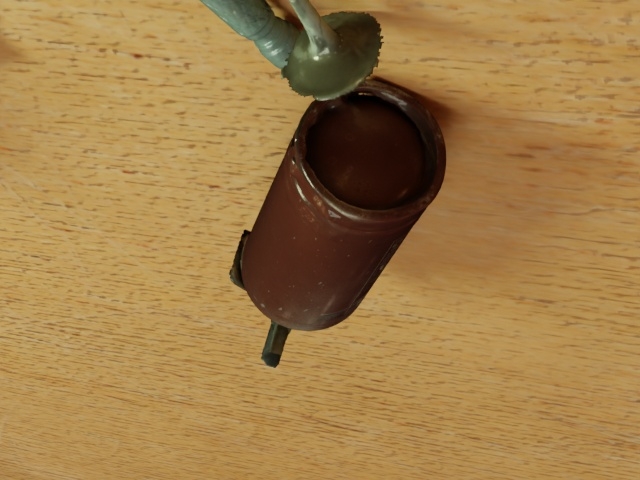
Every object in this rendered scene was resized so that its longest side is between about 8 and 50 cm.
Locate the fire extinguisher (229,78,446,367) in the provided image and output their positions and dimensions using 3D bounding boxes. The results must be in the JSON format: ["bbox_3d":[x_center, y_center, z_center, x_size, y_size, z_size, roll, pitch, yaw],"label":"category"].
[{"bbox_3d":[0.000,0.000,1.024,0.104,0.105,0.269,22,155,-4],"label":"fire extinguisher"}]

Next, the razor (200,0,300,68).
[{"bbox_3d":[-0.083,-0.160,0.826,0.106,0.068,0.232,-2,152,40],"label":"razor"}]

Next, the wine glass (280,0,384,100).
[{"bbox_3d":[-0.033,-0.154,0.788,0.066,0.066,0.198,4,151,31],"label":"wine glass"}]
